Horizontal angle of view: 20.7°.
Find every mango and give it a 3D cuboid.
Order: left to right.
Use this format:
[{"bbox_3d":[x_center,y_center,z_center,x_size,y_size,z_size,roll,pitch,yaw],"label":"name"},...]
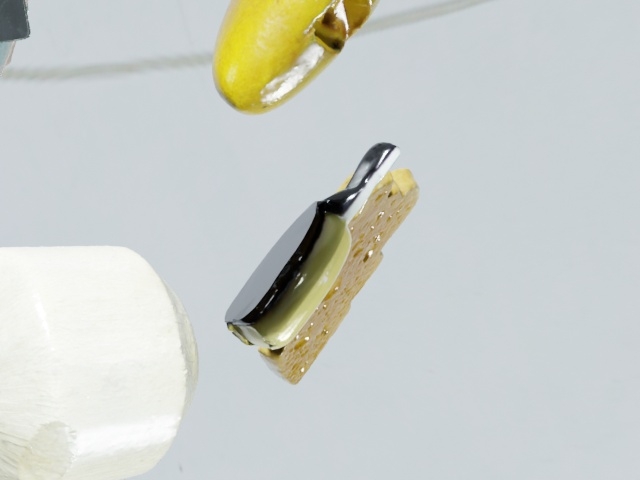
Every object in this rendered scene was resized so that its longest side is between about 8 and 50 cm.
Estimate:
[{"bbox_3d":[-0.023,-0.244,1.853,0.130,0.167,0.262,38,82,-25],"label":"mango"}]

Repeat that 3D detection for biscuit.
[{"bbox_3d":[0.002,0.031,1.535,0.041,0.212,0.238,35,124,16],"label":"biscuit"}]

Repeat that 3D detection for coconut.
[{"bbox_3d":[-0.258,0.121,1.629,0.266,0.237,0.237,-1,89,-43],"label":"coconut"}]

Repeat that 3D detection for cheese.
[{"bbox_3d":[-0.001,0.000,1.154,0.036,0.086,0.162,39,76,-14],"label":"cheese"}]

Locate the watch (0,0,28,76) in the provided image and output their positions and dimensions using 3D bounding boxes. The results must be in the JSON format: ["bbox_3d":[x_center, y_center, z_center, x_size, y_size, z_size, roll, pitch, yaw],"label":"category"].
[{"bbox_3d":[-0.395,-0.247,1.635,0.253,0.241,0.161,9,107,-47],"label":"watch"}]

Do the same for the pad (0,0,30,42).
[{"bbox_3d":[-0.270,-0.176,1.134,0.193,0.004,0.116,-19,103,-46],"label":"pad"}]
